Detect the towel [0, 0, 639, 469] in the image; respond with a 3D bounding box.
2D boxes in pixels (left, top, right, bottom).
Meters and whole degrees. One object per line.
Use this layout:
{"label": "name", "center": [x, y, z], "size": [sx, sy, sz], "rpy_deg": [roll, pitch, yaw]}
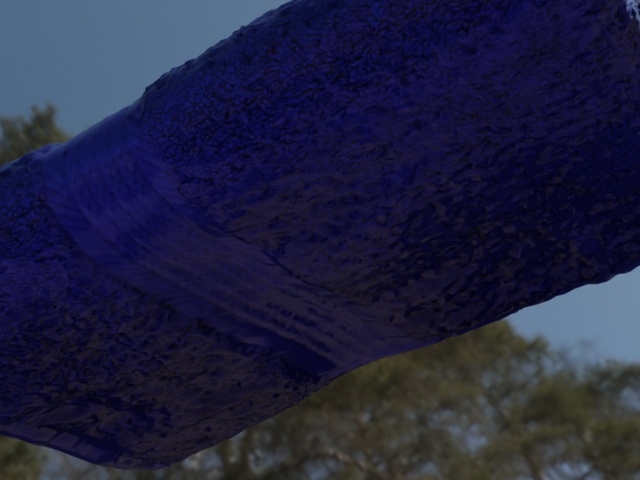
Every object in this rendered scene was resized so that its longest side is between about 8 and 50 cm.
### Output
{"label": "towel", "center": [0.000, 0.000, 0.582], "size": [0.308, 0.076, 0.227], "rpy_deg": [-27, -25, 21]}
